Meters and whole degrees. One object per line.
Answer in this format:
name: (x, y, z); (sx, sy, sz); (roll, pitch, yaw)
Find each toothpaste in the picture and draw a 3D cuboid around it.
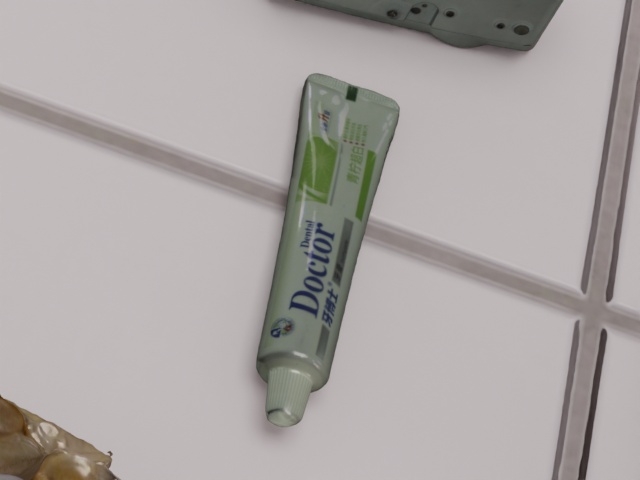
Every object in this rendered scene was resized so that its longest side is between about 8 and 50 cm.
toothpaste: (0.000, 0.000, 0.847); (0.048, 0.029, 0.197); (19, 51, -8)

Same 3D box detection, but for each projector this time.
projector: (0.054, -0.152, 0.913); (0.147, 0.115, 0.061); (11, 57, -13)

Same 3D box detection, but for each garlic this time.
garlic: (-0.140, 0.088, 0.710); (0.113, 0.074, 0.094); (52, 21, 10)

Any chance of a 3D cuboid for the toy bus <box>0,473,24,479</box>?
toy bus: (-0.115, 0.215, 0.530); (0.179, 0.143, 0.305); (36, 81, 15)
